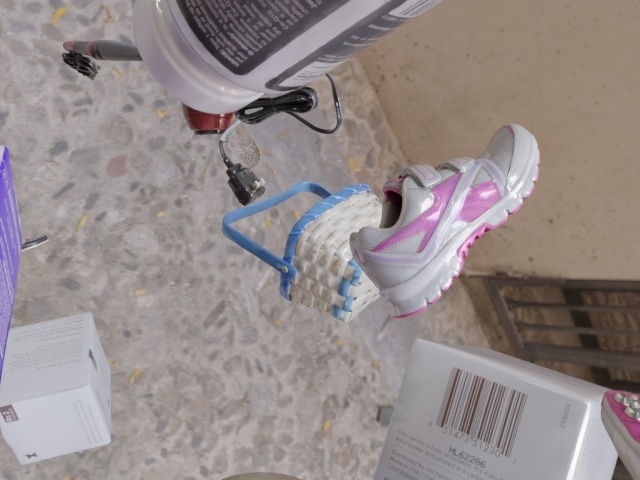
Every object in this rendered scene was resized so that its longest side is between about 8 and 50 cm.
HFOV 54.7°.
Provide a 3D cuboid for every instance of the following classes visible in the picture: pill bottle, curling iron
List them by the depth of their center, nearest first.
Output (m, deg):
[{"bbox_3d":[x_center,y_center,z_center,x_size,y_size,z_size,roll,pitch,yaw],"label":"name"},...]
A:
[{"bbox_3d":[-0.016,-0.206,0.454,0.162,0.278,0.162,15,67,-40],"label":"pill bottle"},{"bbox_3d":[-0.322,-0.281,0.938,0.068,0.273,0.035,40,71,-40],"label":"curling iron"}]

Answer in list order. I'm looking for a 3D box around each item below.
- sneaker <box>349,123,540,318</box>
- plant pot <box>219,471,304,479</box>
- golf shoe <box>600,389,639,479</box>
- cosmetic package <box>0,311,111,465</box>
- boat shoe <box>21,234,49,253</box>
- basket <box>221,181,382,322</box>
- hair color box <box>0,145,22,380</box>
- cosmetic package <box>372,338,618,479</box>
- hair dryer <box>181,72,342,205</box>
[{"bbox_3d":[0.128,-0.043,0.644,0.111,0.103,0.252,44,73,-3],"label":"sneaker"},{"bbox_3d":[-0.136,0.676,1.378,0.284,0.284,0.191,46,26,-33],"label":"plant pot"},{"bbox_3d":[0.343,0.258,0.566,0.115,0.306,0.140,11,109,-11],"label":"golf shoe"},{"bbox_3d":[-0.450,0.248,1.054,0.151,0.184,0.151,-12,128,-12],"label":"cosmetic package"},{"bbox_3d":[-0.653,0.012,1.321,0.137,0.049,0.043,-24,89,-25],"label":"boat shoe"},{"bbox_3d":[0.000,0.000,1.109,0.254,0.289,0.201,-28,147,-42],"label":"basket"},{"bbox_3d":[-0.306,0.067,0.383,0.185,0.339,0.110,-3,131,-17],"label":"hair color box"},{"bbox_3d":[0.358,0.399,1.188,0.393,0.329,0.328,18,87,-52],"label":"cosmetic package"},{"bbox_3d":[-0.104,-0.219,0.869,0.294,0.223,0.080,53,26,9],"label":"hair dryer"}]
